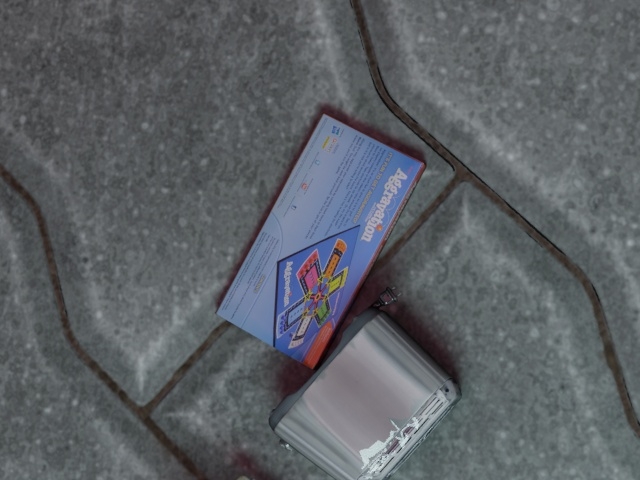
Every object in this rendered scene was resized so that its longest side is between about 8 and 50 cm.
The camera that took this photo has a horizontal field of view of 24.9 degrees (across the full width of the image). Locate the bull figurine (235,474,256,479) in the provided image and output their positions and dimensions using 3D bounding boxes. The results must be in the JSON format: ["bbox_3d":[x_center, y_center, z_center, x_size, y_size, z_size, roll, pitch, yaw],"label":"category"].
[{"bbox_3d":[-0.074,0.361,1.592,0.188,0.310,0.101,39,107,20],"label":"bull figurine"}]

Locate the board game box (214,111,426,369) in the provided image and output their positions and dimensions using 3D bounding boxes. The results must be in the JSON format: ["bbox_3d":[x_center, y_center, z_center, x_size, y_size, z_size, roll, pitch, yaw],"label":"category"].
[{"bbox_3d":[0.000,0.000,1.757,0.145,0.027,0.281,29,90,17],"label":"board game box"}]

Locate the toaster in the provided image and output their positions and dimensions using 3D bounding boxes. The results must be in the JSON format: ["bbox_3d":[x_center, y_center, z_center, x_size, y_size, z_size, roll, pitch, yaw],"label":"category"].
[{"bbox_3d":[0.061,0.182,1.669,0.146,0.129,0.227,42,92,11],"label":"toaster"}]
